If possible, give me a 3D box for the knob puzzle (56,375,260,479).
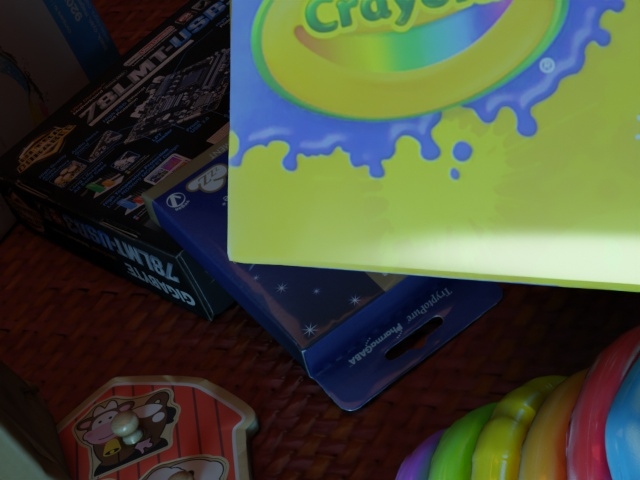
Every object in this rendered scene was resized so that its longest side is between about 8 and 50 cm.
[{"bbox_3d":[-0.131,0.142,1.091,0.213,0.030,0.213,-19,33,13],"label":"knob puzzle"}]

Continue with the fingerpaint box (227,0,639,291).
[{"bbox_3d":[0.224,-0.074,0.778,0.445,0.163,0.371,4,9,16],"label":"fingerpaint box"}]

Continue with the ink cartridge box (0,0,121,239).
[{"bbox_3d":[-0.315,-0.127,1.476,0.171,0.168,0.233,1,42,36],"label":"ink cartridge box"}]

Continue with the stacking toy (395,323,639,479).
[{"bbox_3d":[0.097,0.135,0.842,0.302,0.175,0.166,-15,22,42],"label":"stacking toy"}]

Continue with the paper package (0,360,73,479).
[{"bbox_3d":[-0.365,0.126,1.004,0.325,0.309,0.168,-39,33,-3],"label":"paper package"}]

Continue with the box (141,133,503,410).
[{"bbox_3d":[0.000,0.000,1.127,0.136,0.036,0.225,-36,54,-16],"label":"box"}]

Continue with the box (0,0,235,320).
[{"bbox_3d":[-0.074,-0.091,1.341,0.295,0.073,0.293,-42,35,-21],"label":"box"}]
